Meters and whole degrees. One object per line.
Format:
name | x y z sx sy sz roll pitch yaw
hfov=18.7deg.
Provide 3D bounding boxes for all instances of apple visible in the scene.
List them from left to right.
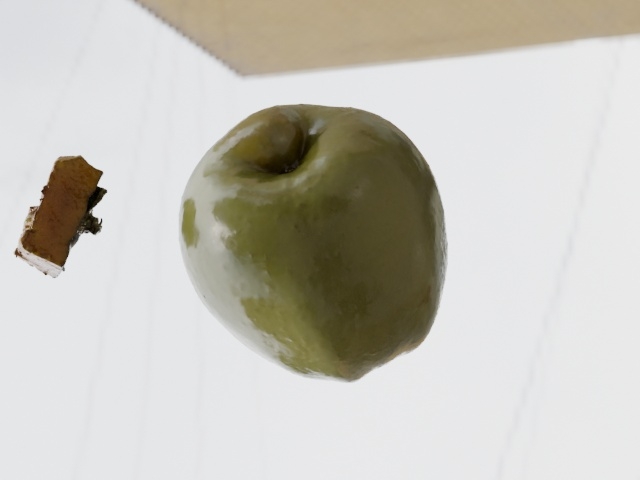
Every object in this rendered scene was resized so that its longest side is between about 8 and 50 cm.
apple | 0.000 0.000 1.347 0.200 0.200 0.200 1 -91 -43

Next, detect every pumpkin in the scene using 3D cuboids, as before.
pumpkin | -0.184 -0.016 1.403 0.054 0.074 0.083 21 -99 -6
